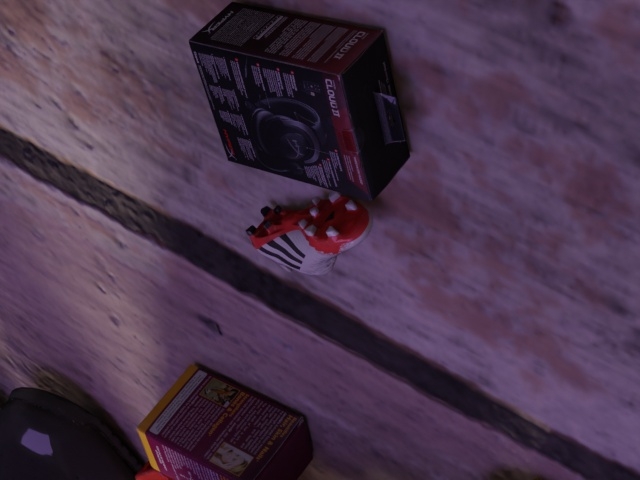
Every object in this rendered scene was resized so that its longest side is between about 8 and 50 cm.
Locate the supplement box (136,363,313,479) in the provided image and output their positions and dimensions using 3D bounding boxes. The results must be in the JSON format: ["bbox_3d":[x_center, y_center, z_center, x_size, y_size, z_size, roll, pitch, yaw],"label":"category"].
[{"bbox_3d":[-0.054,0.116,0.741,0.083,0.055,0.043,23,144,28],"label":"supplement box"}]

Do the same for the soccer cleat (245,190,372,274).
[{"bbox_3d":[0.000,0.000,0.574,0.035,0.029,0.083,47,152,-25],"label":"soccer cleat"}]

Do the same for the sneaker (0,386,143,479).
[{"bbox_3d":[-0.190,0.262,0.945,0.122,0.146,0.331,12,127,26],"label":"sneaker"}]

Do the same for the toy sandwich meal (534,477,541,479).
[{"bbox_3d":[0.109,0.150,0.635,0.085,0.029,0.086,34,148,25],"label":"toy sandwich meal"}]

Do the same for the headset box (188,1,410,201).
[{"bbox_3d":[-0.004,-0.054,0.508,0.083,0.032,0.062,16,140,33],"label":"headset box"}]

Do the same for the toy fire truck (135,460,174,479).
[{"bbox_3d":[-0.070,0.202,0.865,0.135,0.047,0.192,40,148,3],"label":"toy fire truck"}]
